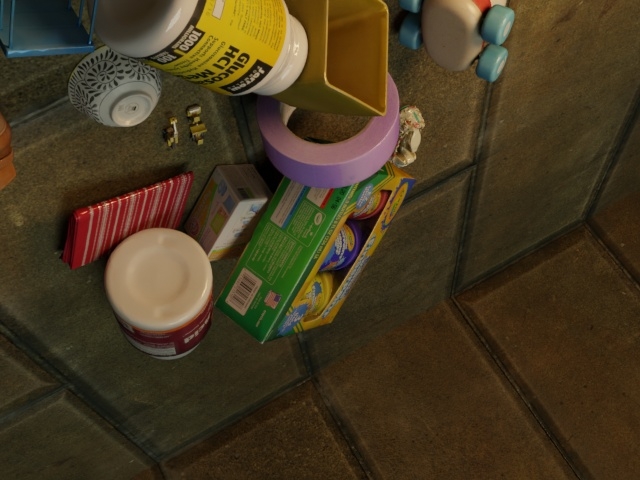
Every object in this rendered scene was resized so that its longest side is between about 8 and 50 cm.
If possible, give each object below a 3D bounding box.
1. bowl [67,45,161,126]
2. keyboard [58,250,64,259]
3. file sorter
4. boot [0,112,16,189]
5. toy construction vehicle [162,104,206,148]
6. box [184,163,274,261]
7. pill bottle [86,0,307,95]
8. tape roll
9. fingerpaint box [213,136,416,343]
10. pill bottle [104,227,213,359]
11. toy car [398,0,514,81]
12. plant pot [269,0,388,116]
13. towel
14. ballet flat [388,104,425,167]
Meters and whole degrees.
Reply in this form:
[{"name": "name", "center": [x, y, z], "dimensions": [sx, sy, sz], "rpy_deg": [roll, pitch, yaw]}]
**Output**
[{"name": "bowl", "center": [-0.336, -0.249, 1.371], "dimensions": [0.170, 0.080, 0.170], "rpy_deg": [-27, 153, -15]}, {"name": "keyboard", "center": [-0.465, -0.022, 1.684], "dimensions": [0.180, 0.023, 0.108], "rpy_deg": [-43, 161, 23]}, {"name": "file sorter", "center": [-0.380, -0.338, 1.061], "dimensions": [0.118, 0.170, 0.104], "rpy_deg": [-14, 146, -34]}, {"name": "boot", "center": [-0.626, -0.123, 1.261], "dimensions": [0.283, 0.109, 0.220], "rpy_deg": [-30, 159, -22]}, {"name": "toy construction vehicle", "center": [-0.261, -0.214, 1.566], "dimensions": [0.085, 0.035, 0.098], "rpy_deg": [-20, 152, -25]}, {"name": "box", "center": [-0.207, -0.061, 1.804], "dimensions": [0.103, 0.114, 0.203], "rpy_deg": [-8, 143, -43]}, {"name": "pill bottle", "center": [-0.163, -0.323, 1.188], "dimensions": [0.188, 0.188, 0.334], "rpy_deg": [-43, 156, 20]}, {"name": "tape roll", "center": [0.016, -0.240, 1.558], "dimensions": [0.274, 0.275, 0.090], "rpy_deg": [-28, 154, -9]}, {"name": "fingerpaint box", "center": [0.000, 0.000, 1.882], "dimensions": [0.445, 0.163, 0.371], "rpy_deg": [-60, 160, 14]}, {"name": "pill bottle", "center": [-0.355, 0.140, 1.822], "dimensions": [0.224, 0.224, 0.392], "rpy_deg": [-25, 165, -15]}, {"name": "toy car", "center": [0.307, -0.484, 1.614], "dimensions": [0.238, 0.219, 0.210], "rpy_deg": [-56, 161, -21]}, {"name": "plant pot", "center": [-0.012, -0.336, 1.420], "dimensions": [0.187, 0.212, 0.212], "rpy_deg": [-2, 171, 32]}, {"name": "towel", "center": [-0.399, -0.045, 1.663], "dimensions": [0.274, 0.031, 0.199], "rpy_deg": [-25, 159, -34]}, {"name": "ballet flat", "center": [0.210, -0.238, 2.012], "dimensions": [0.091, 0.077, 0.241], "rpy_deg": [-26, 154, -16]}]
